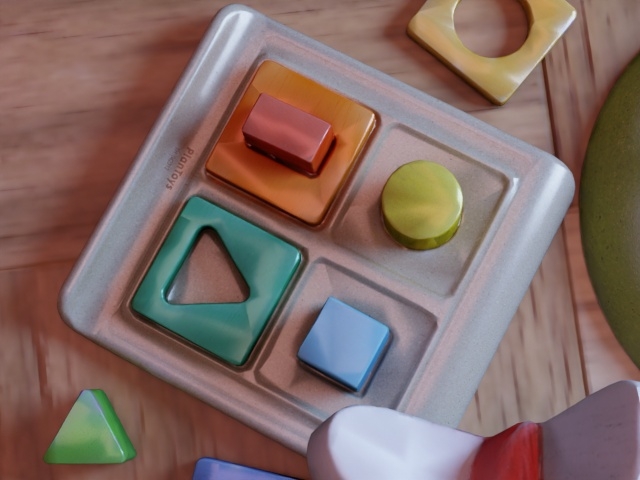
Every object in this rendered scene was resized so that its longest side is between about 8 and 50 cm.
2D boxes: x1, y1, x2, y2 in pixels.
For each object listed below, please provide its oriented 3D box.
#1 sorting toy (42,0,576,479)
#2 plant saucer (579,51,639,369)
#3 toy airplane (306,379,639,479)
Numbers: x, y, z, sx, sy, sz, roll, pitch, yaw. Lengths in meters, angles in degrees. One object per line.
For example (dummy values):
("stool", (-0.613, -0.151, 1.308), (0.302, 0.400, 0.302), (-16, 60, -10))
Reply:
("sorting toy", (0.000, 0.000, 0.532), (0.196, 0.047, 0.347), (28, 83, 4))
("plant saucer", (0.246, -0.015, 0.539), (0.241, 0.037, 0.241), (0, 83, 0))
("toy airplane", (0.084, 0.233, 0.385), (0.386, 0.272, 0.384), (-30, 94, -21))
